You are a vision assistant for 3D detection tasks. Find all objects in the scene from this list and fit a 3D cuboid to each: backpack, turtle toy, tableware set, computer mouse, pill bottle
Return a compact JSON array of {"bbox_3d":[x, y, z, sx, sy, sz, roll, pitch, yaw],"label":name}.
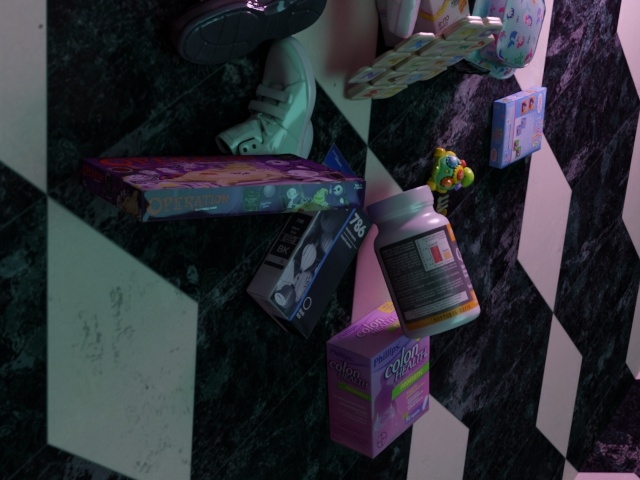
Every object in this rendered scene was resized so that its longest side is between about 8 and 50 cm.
[{"bbox_3d":[0.350,-0.447,1.947,0.253,0.191,0.225,12,93,-59],"label":"backpack"},{"bbox_3d":[0.288,-0.147,2.070,0.130,0.066,0.095,7,97,-54],"label":"turtle toy"},{"bbox_3d":[0.232,-0.040,2.078,0.154,0.024,0.104,-28,128,-47],"label":"tableware set"},{"bbox_3d":[-0.037,-0.144,1.634,0.106,0.042,0.193,-46,141,-67],"label":"computer mouse"},{"bbox_3d":[0.198,0.042,1.867,0.162,0.162,0.279,-17,88,-49],"label":"pill bottle"}]

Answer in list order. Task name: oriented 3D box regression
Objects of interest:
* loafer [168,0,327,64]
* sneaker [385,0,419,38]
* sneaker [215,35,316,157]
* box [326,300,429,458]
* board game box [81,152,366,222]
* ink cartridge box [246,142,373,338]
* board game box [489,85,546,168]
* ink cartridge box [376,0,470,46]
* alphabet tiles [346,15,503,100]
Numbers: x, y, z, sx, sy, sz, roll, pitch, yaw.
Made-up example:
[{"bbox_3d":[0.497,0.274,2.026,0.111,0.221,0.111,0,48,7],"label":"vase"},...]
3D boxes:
[{"bbox_3d":[-0.122,-0.349,1.444,0.302,0.095,0.109,-27,154,-40],"label":"loafer"},{"bbox_3d":[0.098,-0.489,1.601,0.108,0.169,0.293,62,35,-82],"label":"sneaker"},{"bbox_3d":[-0.093,-0.201,1.516,0.151,0.094,0.256,-10,110,-48],"label":"sneaker"},{"bbox_3d":[0.124,0.286,1.977,0.213,0.117,0.243,-29,125,-45],"label":"box"},{"bbox_3d":[-0.134,-0.080,1.331,0.346,0.208,0.056,-5,104,-35],"label":"board game box"},{"bbox_3d":[0.000,0.000,1.746,0.333,0.065,0.165,-62,142,-18],"label":"ink cartridge box"},{"bbox_3d":[0.482,-0.278,2.304,0.211,0.039,0.160,-24,122,-46],"label":"board game box"},{"bbox_3d":[0.188,-0.460,1.762,0.128,0.127,0.176,-47,137,-33],"label":"ink cartridge box"},{"bbox_3d":[0.186,-0.325,1.712,0.278,0.284,0.021,-14,80,-51],"label":"alphabet tiles"}]
